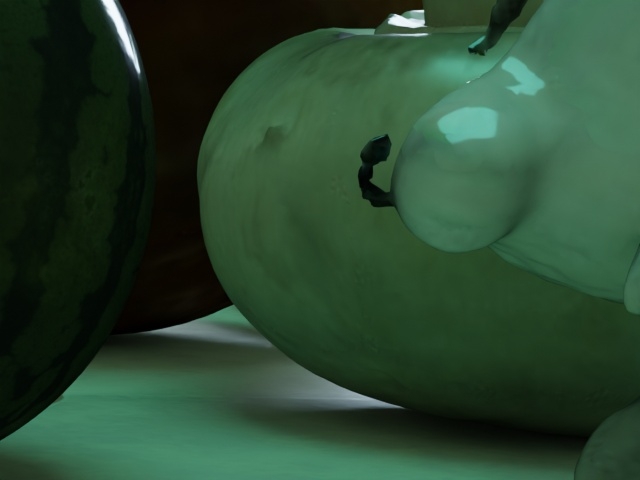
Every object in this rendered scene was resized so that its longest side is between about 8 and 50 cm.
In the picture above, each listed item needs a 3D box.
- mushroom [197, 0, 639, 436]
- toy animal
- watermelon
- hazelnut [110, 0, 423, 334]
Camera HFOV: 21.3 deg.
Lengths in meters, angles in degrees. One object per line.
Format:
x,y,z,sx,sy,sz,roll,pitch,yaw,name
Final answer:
0.077,-0.038,0.774,0.356,0.315,0.315,42,-21,-32,mushroom
0.169,-0.005,0.517,0.249,0.289,0.174,-36,-26,-1,toy animal
-0.156,-0.030,0.547,0.212,0.212,0.212,4,2,0,watermelon
-0.115,-0.117,1.045,0.421,0.352,0.421,-10,-28,-5,hazelnut
